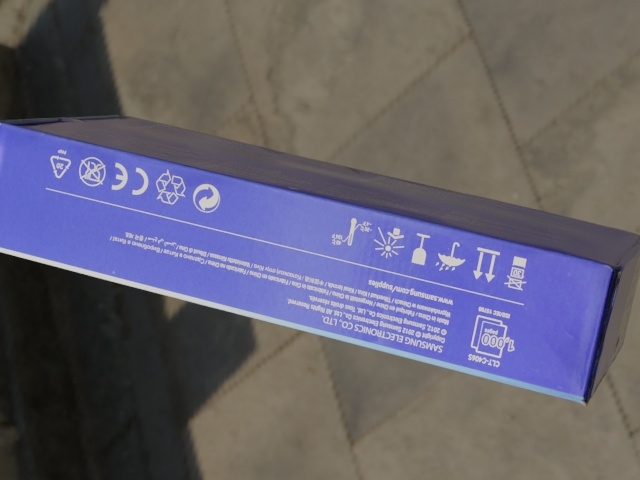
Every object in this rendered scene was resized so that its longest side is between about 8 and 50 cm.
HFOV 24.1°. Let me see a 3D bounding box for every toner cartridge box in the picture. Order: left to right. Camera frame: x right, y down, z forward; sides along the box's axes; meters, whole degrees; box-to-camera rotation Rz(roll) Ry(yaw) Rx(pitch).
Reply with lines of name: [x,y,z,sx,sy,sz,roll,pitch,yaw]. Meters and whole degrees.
toner cartridge box: [0.000,0.000,0.847,0.347,0.165,0.075,14,98,16]
